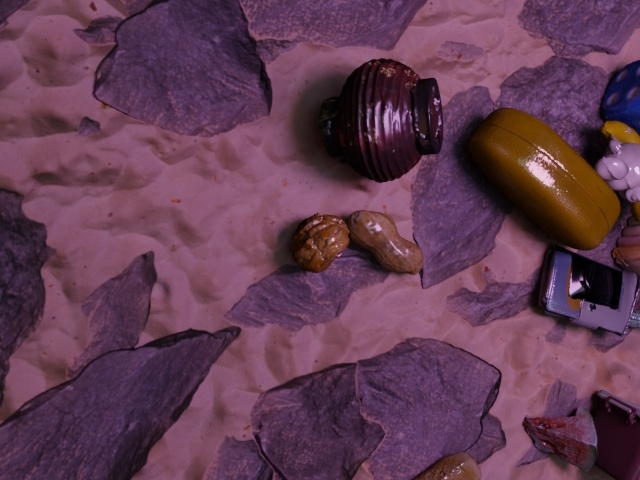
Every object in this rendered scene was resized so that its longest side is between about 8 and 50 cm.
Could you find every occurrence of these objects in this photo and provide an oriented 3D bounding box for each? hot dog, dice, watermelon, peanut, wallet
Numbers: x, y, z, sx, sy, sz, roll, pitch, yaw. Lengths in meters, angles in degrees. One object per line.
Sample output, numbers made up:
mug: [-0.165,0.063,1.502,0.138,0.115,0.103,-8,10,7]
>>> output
hot dog: [0.228,0.534,1.132,0.242,0.073,0.084,-32,102,-16]
dice: [0.759,-0.327,1.254,0.143,0.146,0.146,24,87,-17]
watermelon: [0.550,0.454,1.210,0.158,0.121,0.098,-2,112,-12]
peanut: [0.136,0.003,1.109,0.193,0.089,0.089,42,79,-16]
wallet: [0.613,0.116,1.229,0.231,0.069,0.170,19,77,-6]

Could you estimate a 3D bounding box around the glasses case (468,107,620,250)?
glasses case: [0.479,-0.117,1.156,0.371,0.173,0.141,39,84,-12]

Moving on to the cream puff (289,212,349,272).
cream puff: [0.000,0.000,1.056,0.104,0.119,0.133,39,52,6]

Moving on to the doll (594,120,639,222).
doll: [0.687,-0.160,1.217,0.237,0.111,0.252,49,47,-24]

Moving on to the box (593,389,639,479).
box: [0.757,0.483,1.229,0.294,0.193,0.167,25,91,-15]

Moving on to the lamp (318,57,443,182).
lamp: [0.115,-0.226,1.036,0.247,0.247,0.247,0,90,-16]

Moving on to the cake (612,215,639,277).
cake: [0.790,-0.014,1.313,0.109,0.090,0.225,33,63,-11]

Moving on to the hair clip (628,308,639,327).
hair clip: [0.697,0.172,1.283,0.229,0.036,0.066,14,80,-4]
